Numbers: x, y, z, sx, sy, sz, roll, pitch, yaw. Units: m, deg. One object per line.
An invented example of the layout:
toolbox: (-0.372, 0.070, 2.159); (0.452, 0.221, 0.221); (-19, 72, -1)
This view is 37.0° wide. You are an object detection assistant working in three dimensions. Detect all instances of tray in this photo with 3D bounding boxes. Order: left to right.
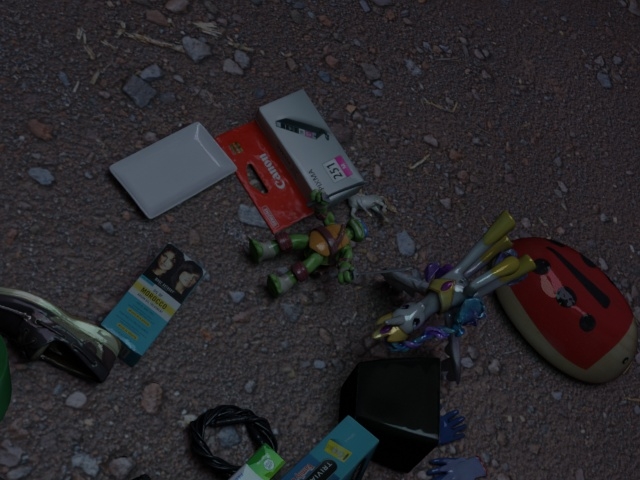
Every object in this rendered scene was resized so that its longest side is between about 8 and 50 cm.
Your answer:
tray: (-0.316, -0.149, 2.056); (0.145, 0.030, 0.270); (51, 49, 4)

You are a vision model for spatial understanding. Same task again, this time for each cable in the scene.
cable: (-0.163, 0.379, 1.811); (0.184, 0.047, 0.150); (32, 50, -11)

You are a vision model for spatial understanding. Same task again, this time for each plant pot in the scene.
plant pot: (0.133, 0.342, 1.940); (0.167, 0.188, 0.187); (13, 55, -11)

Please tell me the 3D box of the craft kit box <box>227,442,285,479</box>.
craft kit box: (-0.189, 0.479, 1.598); (0.061, 0.250, 0.246); (40, 49, 6)

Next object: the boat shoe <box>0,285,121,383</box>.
boat shoe: (-0.495, 0.170, 1.699); (0.285, 0.103, 0.092); (28, 46, -22)

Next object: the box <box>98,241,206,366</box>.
box: (-0.329, 0.121, 1.858); (0.100, 0.060, 0.244); (39, 49, -6)

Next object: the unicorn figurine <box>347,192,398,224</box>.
unicorn figurine: (0.101, -0.091, 2.268); (0.162, 0.060, 0.111); (14, 40, -42)

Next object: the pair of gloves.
pair of gloves: (0.273, 0.451, 2.057); (0.159, 0.023, 0.198); (-10, 69, -38)

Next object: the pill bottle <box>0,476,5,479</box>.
pill bottle: (-0.458, 0.506, 1.440); (0.363, 0.210, 0.210); (36, 49, -8)

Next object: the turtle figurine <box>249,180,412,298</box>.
turtle figurine: (0.000, 0.000, 2.026); (0.266, 0.274, 0.198); (-25, 109, -17)

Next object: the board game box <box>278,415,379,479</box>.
board game box: (-0.052, 0.493, 1.666); (0.079, 0.254, 0.336); (37, 46, 20)

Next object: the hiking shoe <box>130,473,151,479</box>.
hiking shoe: (-0.314, 0.474, 1.592); (0.114, 0.086, 0.227); (64, 7, -7)

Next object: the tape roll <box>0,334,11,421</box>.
tape roll: (-0.647, 0.224, 1.478); (0.321, 0.077, 0.321); (3, 33, -2)

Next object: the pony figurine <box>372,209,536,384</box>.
pony figurine: (0.271, 0.117, 2.024); (0.363, 0.351, 0.303); (-36, 74, -1)

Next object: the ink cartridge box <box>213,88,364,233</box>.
ink cartridge box: (-0.072, -0.184, 2.172); (0.239, 0.060, 0.275); (-28, 78, -25)

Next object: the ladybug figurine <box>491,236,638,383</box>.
ladybug figurine: (0.616, 0.153, 2.364); (0.449, 0.162, 0.305); (42, 49, -3)
